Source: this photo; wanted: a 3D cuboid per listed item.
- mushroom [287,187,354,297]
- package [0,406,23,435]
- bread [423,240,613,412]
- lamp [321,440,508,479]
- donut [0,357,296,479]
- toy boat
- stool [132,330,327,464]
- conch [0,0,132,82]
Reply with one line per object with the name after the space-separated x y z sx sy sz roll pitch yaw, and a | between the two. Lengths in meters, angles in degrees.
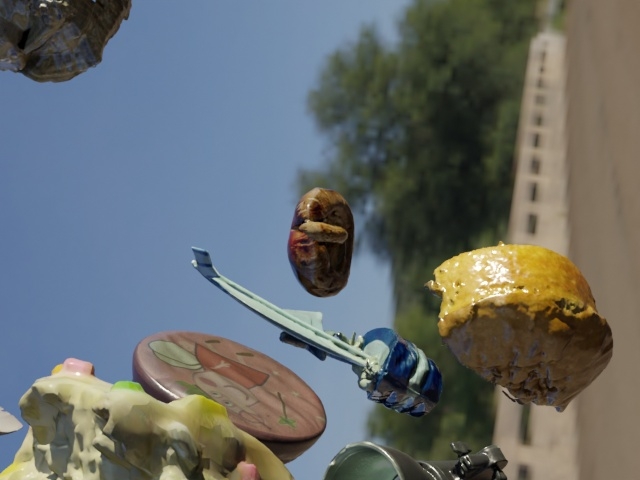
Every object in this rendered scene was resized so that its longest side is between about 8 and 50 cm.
-0.002 0.000 2.126 0.170 0.080 0.135 57 -152 -76 | mushroom
-0.505 0.213 2.072 0.204 0.251 0.062 35 136 55 | package
0.238 0.086 1.958 0.139 0.229 0.143 -38 44 27 | bread
0.132 0.307 2.079 0.172 0.227 0.147 -53 53 30 | lamp
-0.156 0.243 0.868 0.371 0.150 0.307 -42 -46 -12 | donut
0.003 0.092 1.797 0.070 0.291 0.210 -60 -17 0 | toy boat
-0.146 0.254 2.309 0.272 0.272 0.178 -62 -3 -71 | stool
-0.291 -0.268 1.848 0.163 0.178 0.245 -11 43 57 | conch
